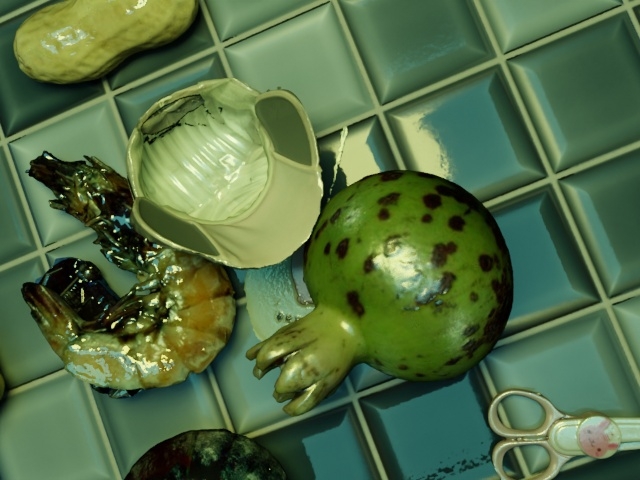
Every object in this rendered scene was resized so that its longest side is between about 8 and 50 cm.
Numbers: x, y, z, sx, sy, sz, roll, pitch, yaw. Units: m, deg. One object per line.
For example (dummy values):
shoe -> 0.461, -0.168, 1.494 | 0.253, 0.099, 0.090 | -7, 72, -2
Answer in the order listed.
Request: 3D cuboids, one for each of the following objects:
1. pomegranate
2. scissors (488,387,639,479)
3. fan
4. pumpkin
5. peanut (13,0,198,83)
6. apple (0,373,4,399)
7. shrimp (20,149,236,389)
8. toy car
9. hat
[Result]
pomegranate -> 0.056, 0.048, 0.771 | 0.306, 0.242, 0.242 | -13, 85, -13
scissors -> 0.326, 0.234, 0.835 | 0.242, 0.030, 0.118 | -4, 87, 10
fan -> 0.000, 0.000, 0.906 | 0.182, 0.010, 0.310 | 11, 89, 9
pumpkin -> -0.140, 0.342, 0.828 | 0.233, 0.163, 0.233 | 0, 88, 0
peanut -> -0.283, -0.285, 0.908 | 0.257, 0.123, 0.123 | -22, 84, 5
apple -> -0.514, 0.192, 0.885 | 0.200, 0.200, 0.200 | 0, 87, 8
shrimp -> -0.271, 0.035, 0.874 | 0.365, 0.071, 0.233 | 41, 62, 9
toy car -> -0.289, 0.111, 0.915 | 0.103, 0.063, 0.216 | -46, 72, -1
hat -> -0.108, -0.069, 0.828 | 0.232, 0.161, 0.275 | -45, 53, -8
